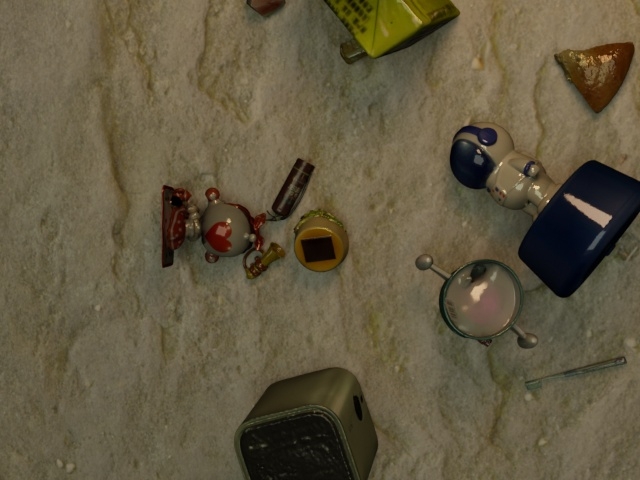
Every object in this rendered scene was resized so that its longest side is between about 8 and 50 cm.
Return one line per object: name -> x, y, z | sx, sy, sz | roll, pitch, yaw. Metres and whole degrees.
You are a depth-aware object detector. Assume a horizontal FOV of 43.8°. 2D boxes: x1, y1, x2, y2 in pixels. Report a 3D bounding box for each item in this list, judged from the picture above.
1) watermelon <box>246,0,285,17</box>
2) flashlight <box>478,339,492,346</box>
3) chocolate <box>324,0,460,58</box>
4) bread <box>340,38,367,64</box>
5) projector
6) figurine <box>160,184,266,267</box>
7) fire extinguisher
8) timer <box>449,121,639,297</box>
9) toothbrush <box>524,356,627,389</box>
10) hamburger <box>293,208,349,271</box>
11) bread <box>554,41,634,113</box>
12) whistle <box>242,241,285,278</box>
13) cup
watermelon -> -0.122, -0.535, 1.705 | 0.084, 0.072, 0.092 | -31, 88, -1
flashlight -> 0.331, 0.196, 1.756 | 0.110, 0.031, 0.052 | 38, 106, 4
chocolate -> 0.108, -0.500, 1.547 | 0.137, 0.301, 0.289 | -40, 90, 30
bread -> 0.084, -0.412, 1.698 | 0.088, 0.034, 0.049 | -26, 79, 12
projector -> -0.025, 0.452, 1.772 | 0.248, 0.249, 0.248 | -17, 96, 14
figurine -> -0.235, -0.031, 1.795 | 0.226, 0.160, 0.183 | 1, 91, -1
fire extinguisher -> -0.068, -0.106, 1.774 | 0.064, 0.043, 0.158 | 23, 99, -38
timer -> 0.420, -0.097, 1.595 | 0.383, 0.270, 0.270 | 39, 107, 19
toothbrush -> 0.554, 0.290, 1.731 | 0.219, 0.016, 0.019 | -19, 97, 15
hamburger -> 0.000, 0.000, 1.771 | 0.126, 0.081, 0.141 | -24, 106, 18
bread -> 0.553, -0.323, 1.600 | 0.154, 0.054, 0.136 | -4, 102, 16
whistle -> -0.140, 0.045, 1.831 | 0.109, 0.046, 0.057 | -36, 105, 22
cup -> 0.323, 0.127, 1.661 | 0.300, 0.173, 0.167 | 38, 84, 4
